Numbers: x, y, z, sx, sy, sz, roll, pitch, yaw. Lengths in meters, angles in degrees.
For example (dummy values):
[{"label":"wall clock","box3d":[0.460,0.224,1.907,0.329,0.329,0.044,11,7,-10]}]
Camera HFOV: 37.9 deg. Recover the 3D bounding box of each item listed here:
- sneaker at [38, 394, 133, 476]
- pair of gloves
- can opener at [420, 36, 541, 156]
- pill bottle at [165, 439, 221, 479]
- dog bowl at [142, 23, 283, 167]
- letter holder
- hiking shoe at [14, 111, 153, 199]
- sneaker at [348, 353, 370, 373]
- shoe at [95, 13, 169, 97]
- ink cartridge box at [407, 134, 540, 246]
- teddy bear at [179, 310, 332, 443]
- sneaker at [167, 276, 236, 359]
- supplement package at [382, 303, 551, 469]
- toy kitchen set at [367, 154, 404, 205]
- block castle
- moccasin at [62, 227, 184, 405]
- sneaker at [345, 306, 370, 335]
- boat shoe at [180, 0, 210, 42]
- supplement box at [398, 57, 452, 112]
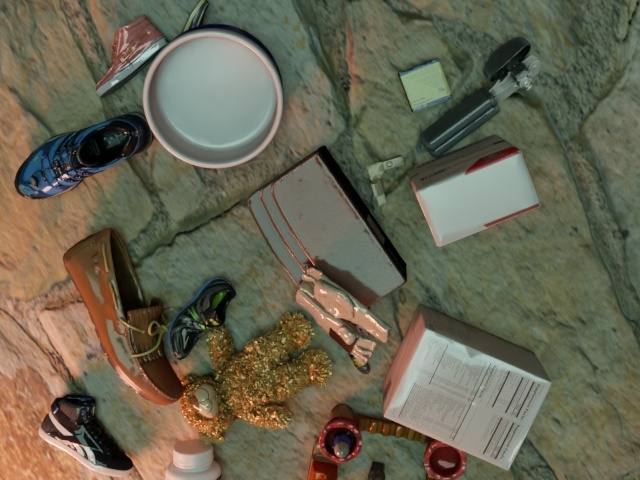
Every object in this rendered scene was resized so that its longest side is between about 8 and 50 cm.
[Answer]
[{"label":"sneaker","box3d":[-0.478,0.403,1.967,0.216,0.079,0.121,27,101,0]},{"label":"pair of gloves","box3d":[0.035,0.149,1.808,0.204,0.240,0.042,39,69,6]},{"label":"can opener","box3d":[0.311,-0.275,1.825,0.280,0.074,0.093,-41,61,7]},{"label":"pill bottle","box3d":[-0.266,0.535,1.960,0.117,0.117,0.215,1,100,3]},{"label":"dog bowl","box3d":[-0.202,-0.279,1.797,0.264,0.104,0.265,-1,112,-1]},{"label":"letter holder","box3d":[0.000,0.000,1.840,0.214,0.152,0.302,-33,97,10]},{"label":"hiking shoe","box3d":[-0.483,-0.170,1.843,0.304,0.132,0.113,-27,97,7]},{"label":"sneaker","box3d":[0.075,0.245,1.934,0.031,0.035,0.083,-33,97,9]},{"label":"shoe","box3d":[-0.390,-0.365,1.843,0.178,0.063,0.081,-39,94,3]},{"label":"ink cartridge box","box3d":[0.278,-0.100,1.747,0.197,0.273,0.114,-22,102,6]},{"label":"teddy bear","box3d":[-0.142,0.284,1.915,0.338,0.113,0.245,-12,97,5]},{"label":"sneaker","box3d":[-0.240,0.158,1.887,0.188,0.078,0.067,-54,133,-11]},{"label":"supplement package","box3d":[0.281,0.284,1.847,0.262,0.199,0.198,23,100,-1]},{"label":"toy kitchen set","box3d":[0.137,-0.117,1.852,0.075,0.068,0.083,-16,99,6]},{"label":"block castle","box3d":[0.106,0.581,1.901,0.303,0.213,0.453,11,100,1]},{"label":"moccasin","box3d":[-0.375,0.157,1.900,0.147,0.139,0.380,-26,88,14]},{"label":"sneaker","box3d":[0.066,0.158,1.902,0.069,0.038,0.098,8,136,9]},{"label":"boat shoe","box3d":[-0.249,-0.402,1.834,0.049,0.056,0.152,27,110,-7]},{"label":"supplement box","box3d":[0.204,-0.303,1.823,0.083,0.056,0.083,-21,98,6]}]
